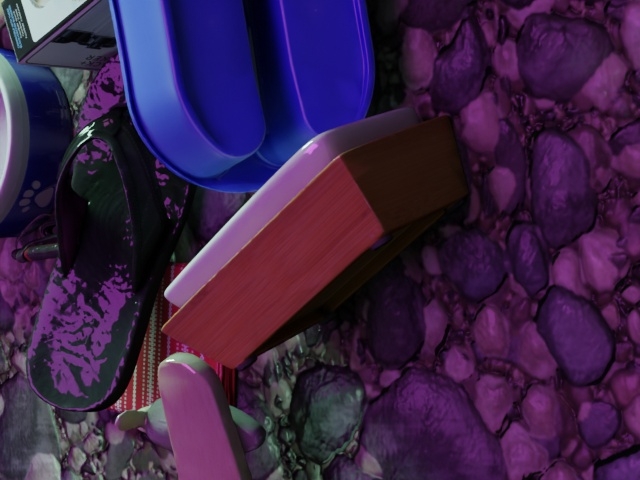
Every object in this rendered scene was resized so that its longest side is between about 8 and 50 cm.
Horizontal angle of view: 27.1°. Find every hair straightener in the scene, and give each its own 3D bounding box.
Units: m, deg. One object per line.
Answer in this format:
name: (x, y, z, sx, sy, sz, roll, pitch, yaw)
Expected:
hair straightener: (-0.317, -0.009, 1.723, 0.230, 0.047, 0.089, -12, 40, 38)

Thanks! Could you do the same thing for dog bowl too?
dog bowl: (-0.460, -0.134, 1.812, 0.265, 0.104, 0.264, -1, 88, 41)

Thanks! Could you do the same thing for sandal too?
sandal: (-0.248, -0.018, 1.568, 0.168, 0.107, 0.445, 8, 81, 17)

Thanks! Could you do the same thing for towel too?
towel: (-0.203, 0.122, 1.635, 0.275, 0.031, 0.198, 5, 92, 41)

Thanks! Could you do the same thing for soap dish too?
soap dish: (0.000, 0.000, 1.341, 0.291, 0.229, 0.118, -43, 80, 32)

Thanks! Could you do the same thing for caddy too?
caddy: (-0.086, -0.221, 1.378, 0.179, 0.241, 0.341, -1, 99, 64)

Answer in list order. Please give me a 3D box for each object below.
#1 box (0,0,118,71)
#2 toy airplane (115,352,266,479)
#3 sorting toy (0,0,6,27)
box: (-0.222, -0.305, 1.566, 0.290, 0.169, 0.087, -28, 74, 36)
toy airplane: (-0.103, 0.352, 1.426, 0.384, 0.272, 0.386, 34, 107, -5)
sorting toy: (-0.382, -0.370, 1.715, 0.307, 0.041, 0.229, -32, 33, 36)
